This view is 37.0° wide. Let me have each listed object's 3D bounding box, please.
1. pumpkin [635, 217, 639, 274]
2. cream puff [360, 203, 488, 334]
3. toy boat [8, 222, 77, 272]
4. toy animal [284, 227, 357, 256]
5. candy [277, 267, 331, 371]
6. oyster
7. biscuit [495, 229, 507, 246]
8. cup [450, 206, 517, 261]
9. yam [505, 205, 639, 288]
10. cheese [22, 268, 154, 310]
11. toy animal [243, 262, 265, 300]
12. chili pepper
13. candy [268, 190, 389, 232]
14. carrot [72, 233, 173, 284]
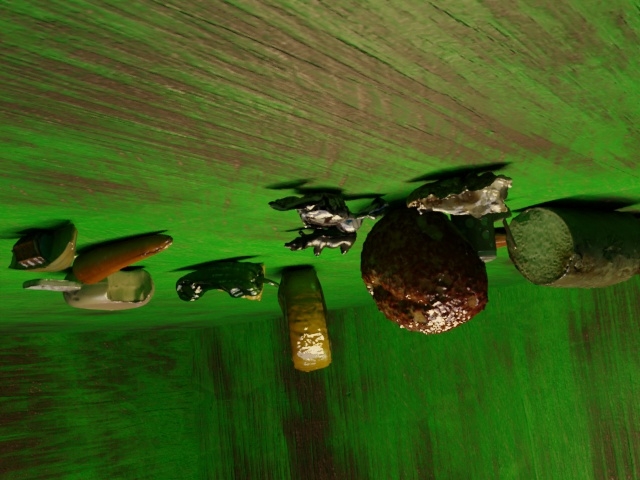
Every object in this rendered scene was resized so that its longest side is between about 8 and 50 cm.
[{"bbox_3d":[0.658,0.015,2.029,0.248,0.126,0.131,0,172,-38],"label":"pumpkin"},{"bbox_3d":[0.163,0.058,1.574,0.164,0.240,0.240,-49,-175,-17],"label":"cream puff"},{"bbox_3d":[-0.418,0.013,1.454,0.172,0.065,0.066,-15,149,38],"label":"toy boat"},{"bbox_3d":[0.000,0.000,1.727,0.136,0.047,0.065,-3,167,-12],"label":"toy animal"},{"bbox_3d":[-0.039,0.192,2.331,0.118,0.260,0.260,-11,172,-1],"label":"candy"},{"bbox_3d":[0.196,-0.067,1.363,0.148,0.051,0.103,-7,154,4],"label":"oyster"},{"bbox_3d":[0.314,0.007,2.029,0.280,0.043,0.183,-14,173,22],"label":"biscuit"},{"bbox_3d":[0.273,-0.013,1.634,0.102,0.099,0.074,-1,171,-30],"label":"cup"},{"bbox_3d":[0.483,0.012,1.790,0.268,0.161,0.161,4,168,-40],"label":"yam"},{"bbox_3d":[-0.471,0.096,1.935,0.163,0.082,0.286,-12,169,32],"label":"cheese"},{"bbox_3d":[-0.206,0.085,2.162,0.159,0.083,0.070,5,-161,2],"label":"toy animal"},{"bbox_3d":[-0.211,0.089,2.065,0.257,0.100,0.074,-4,-140,38],"label":"chili pepper"},{"bbox_3d":[0.015,-0.048,1.391,0.094,0.051,0.226,-24,165,34],"label":"candy"},{"bbox_3d":[-0.355,0.030,1.650,0.066,0.062,0.271,38,144,-28],"label":"carrot"}]
